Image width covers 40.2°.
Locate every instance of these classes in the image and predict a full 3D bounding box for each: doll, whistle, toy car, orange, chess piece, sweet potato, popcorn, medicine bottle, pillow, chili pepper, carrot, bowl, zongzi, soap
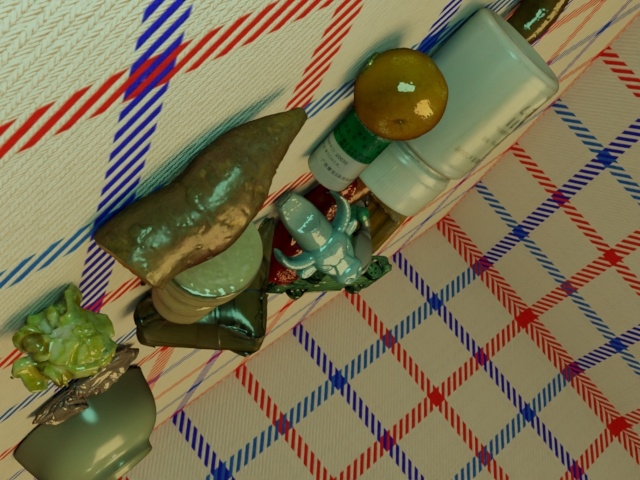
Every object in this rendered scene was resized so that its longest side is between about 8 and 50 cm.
[{"bbox_3d":[0.053,-0.008,2.046,0.258,0.153,0.195,-33,-146,-24],"label":"doll"},{"bbox_3d":[0.000,0.000,1.794,0.186,0.093,0.274,-46,128,-7],"label":"whistle"},{"bbox_3d":[0.021,0.079,2.215,0.320,0.097,0.141,-2,156,-33],"label":"toy car"},{"bbox_3d":[0.128,-0.235,1.394,0.155,0.154,0.134,128,-22,-54],"label":"orange"},{"bbox_3d":[-0.212,0.056,1.479,0.167,0.167,0.299,-35,177,-25],"label":"chess piece"},{"bbox_3d":[-0.139,-0.062,1.195,0.336,0.131,0.131,-37,171,-7],"label":"sweet potato"},{"bbox_3d":[-0.373,0.153,1.292,0.135,0.141,0.162,113,-11,-66],"label":"popcorn"},{"bbox_3d":[0.087,-0.200,1.547,0.260,0.095,0.095,-47,169,30],"label":"medicine bottle"},{"bbox_3d":[-0.494,0.314,1.859,0.248,0.049,0.135,-42,167,-2],"label":"pillow"},{"bbox_3d":[-0.047,-0.006,1.889,0.388,0.110,0.110,-53,166,25],"label":"chili pepper"},{"bbox_3d":[0.241,-0.232,1.633,0.371,0.211,0.211,-43,170,24],"label":"medicine bottle"},{"bbox_3d":[0.402,-0.440,1.720,0.346,0.079,0.108,-40,142,14],"label":"sweet potato"},{"bbox_3d":[0.058,-0.107,1.968,0.225,0.067,0.067,-36,170,-11],"label":"carrot"},{"bbox_3d":[-0.526,0.478,2.087,0.354,0.185,0.354,-39,171,-7],"label":"bowl"},{"bbox_3d":[-0.223,0.070,1.699,0.260,0.289,0.123,6,159,-10],"label":"zongzi"},{"bbox_3d":[0.123,-0.054,2.238,0.073,0.140,0.232,-33,169,-34],"label":"soap"}]
